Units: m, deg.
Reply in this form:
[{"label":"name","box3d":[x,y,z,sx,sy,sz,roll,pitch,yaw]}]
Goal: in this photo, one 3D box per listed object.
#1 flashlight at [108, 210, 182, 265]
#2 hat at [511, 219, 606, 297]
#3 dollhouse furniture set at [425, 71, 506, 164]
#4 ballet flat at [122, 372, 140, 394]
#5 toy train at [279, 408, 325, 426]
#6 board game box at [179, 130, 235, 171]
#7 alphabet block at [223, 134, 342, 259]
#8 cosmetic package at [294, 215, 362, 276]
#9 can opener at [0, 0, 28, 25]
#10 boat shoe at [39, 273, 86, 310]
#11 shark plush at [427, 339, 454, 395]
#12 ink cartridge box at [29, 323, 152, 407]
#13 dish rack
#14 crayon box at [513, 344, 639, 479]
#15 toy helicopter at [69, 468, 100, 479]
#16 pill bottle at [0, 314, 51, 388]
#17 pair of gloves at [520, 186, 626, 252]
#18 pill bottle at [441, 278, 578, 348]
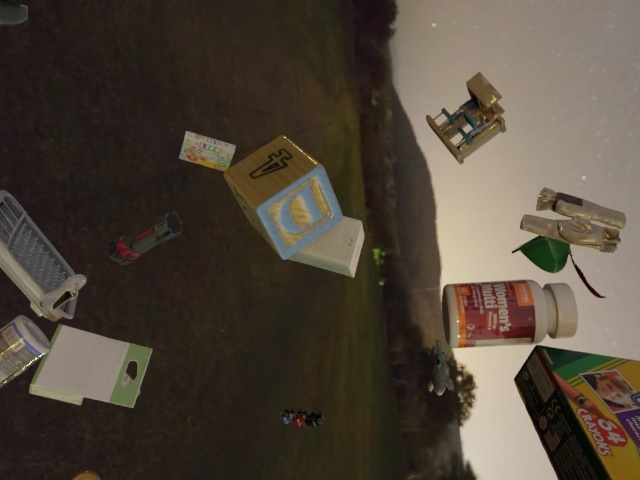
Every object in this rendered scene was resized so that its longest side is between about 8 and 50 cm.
[{"label":"flashlight","box3d":[-0.606,-0.012,1.914,0.103,0.304,0.103,59,28,-7]},{"label":"hat","box3d":[0.598,0.067,1.375,0.208,0.173,0.184,-18,77,-52]},{"label":"dollhouse furniture set","box3d":[0.310,-0.280,1.206,0.129,0.129,0.183,57,11,21]},{"label":"ballet flat","box3d":[-0.678,0.428,1.735,0.086,0.248,0.086,-50,-154,36]},{"label":"toy train","box3d":[-0.048,0.427,1.318,0.036,0.158,0.027,-40,106,-38]},{"label":"board game box","box3d":[-0.350,-0.273,1.701,0.103,0.154,0.026,124,-25,-50]},{"label":"alphabet block","box3d":[-0.091,-0.110,1.365,0.197,0.193,0.192,44,-17,45]},{"label":"cosmetic package","box3d":[0.000,0.000,1.579,0.224,0.224,0.138,61,44,-77]},{"label":"can opener","box3d":[-0.600,-0.407,0.911,0.283,0.076,0.095,-39,143,-62]},{"label":"boat shoe","box3d":[-0.463,0.096,1.010,0.100,0.035,0.035,-44,149,-55]},{"label":"shark plush","box3d":[0.340,0.356,1.538,0.067,0.073,0.161,60,42,-50]},{"label":"ink cartridge box","box3d":[-0.551,0.314,1.338,0.171,0.235,0.056,-84,-160,-44]},{"label":"dish rack","box3d":[-0.756,0.049,1.417,0.333,0.072,0.285,61,-7,-27]},{"label":"crayon box","box3d":[0.525,0.345,0.864,0.363,0.313,0.106,-98,-159,-54]},{"label":"toy helicopter","box3d":[-0.729,0.708,1.389,0.235,0.355,0.140,54,-28,-2]},{"label":"pill bottle","box3d":[-0.513,0.190,0.877,0.078,0.137,0.078,48,-14,16]},{"label":"pair of gloves","box3d":[0.574,-0.051,1.240,0.240,0.204,0.042,-35,138,-49]},{"label":"pill bottle","box3d":[0.341,0.133,1.012,0.121,0.221,0.121,-4,90,-84]}]
